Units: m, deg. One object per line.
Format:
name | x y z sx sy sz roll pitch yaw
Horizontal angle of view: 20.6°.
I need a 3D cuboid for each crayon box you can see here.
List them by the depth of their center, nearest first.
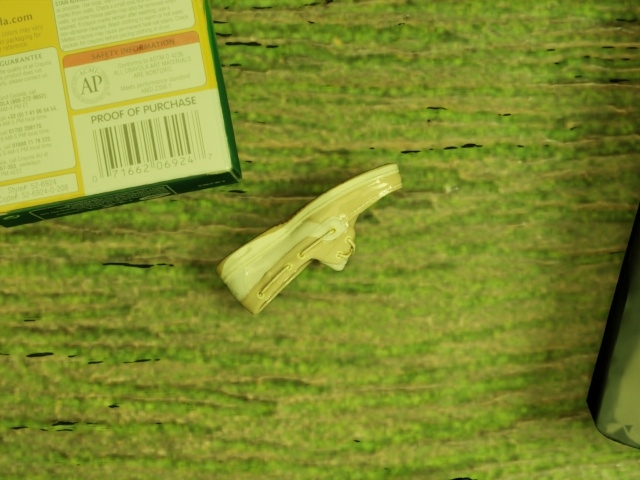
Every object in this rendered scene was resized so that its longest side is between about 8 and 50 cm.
crayon box | -0.193 -0.189 1.431 0.203 0.083 0.323 -11 84 3

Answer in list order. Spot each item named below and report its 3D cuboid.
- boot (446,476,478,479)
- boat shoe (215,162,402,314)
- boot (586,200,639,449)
boot | 0.164 0.268 1.353 0.246 0.094 0.207 -32 87 6
boat shoe | 0.000 0.000 1.413 0.170 0.063 0.059 -33 86 9
boot | 0.422 -0.025 1.307 0.367 0.146 0.445 15 91 17
